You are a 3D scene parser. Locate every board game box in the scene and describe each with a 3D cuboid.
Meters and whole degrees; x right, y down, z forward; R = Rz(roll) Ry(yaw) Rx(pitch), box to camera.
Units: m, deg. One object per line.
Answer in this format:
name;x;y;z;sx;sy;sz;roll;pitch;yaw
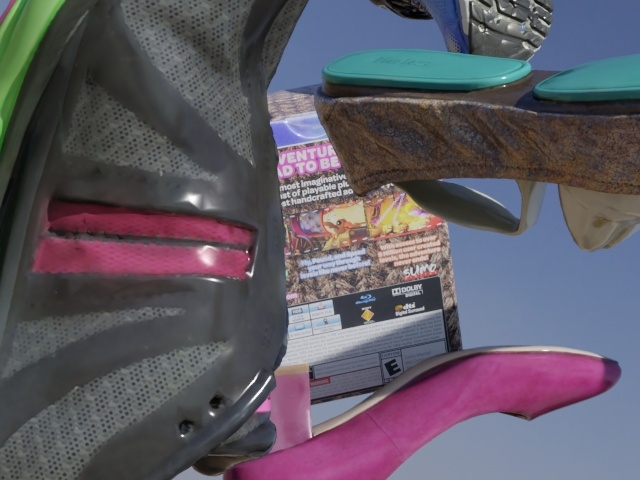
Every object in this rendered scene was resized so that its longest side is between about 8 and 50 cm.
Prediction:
board game box;0.000;0.000;1.295;0.232;0.291;0.141;-10;17;-8

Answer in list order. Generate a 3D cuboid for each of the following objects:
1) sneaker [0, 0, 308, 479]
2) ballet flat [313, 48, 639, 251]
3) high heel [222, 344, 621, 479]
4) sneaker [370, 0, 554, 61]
sneaker;-0.092;0.010;0.620;0.202;0.483;0.185;30;-2;-7
ballet flat;0.130;-0.052;0.730;0.316;0.107;0.106;10;-63;46
high heel;0.098;0.194;1.191;0.377;0.181;0.127;-5;-8;-3
sneaker;0.124;-0.256;1.288;0.129;0.330;0.147;28;-56;-30
